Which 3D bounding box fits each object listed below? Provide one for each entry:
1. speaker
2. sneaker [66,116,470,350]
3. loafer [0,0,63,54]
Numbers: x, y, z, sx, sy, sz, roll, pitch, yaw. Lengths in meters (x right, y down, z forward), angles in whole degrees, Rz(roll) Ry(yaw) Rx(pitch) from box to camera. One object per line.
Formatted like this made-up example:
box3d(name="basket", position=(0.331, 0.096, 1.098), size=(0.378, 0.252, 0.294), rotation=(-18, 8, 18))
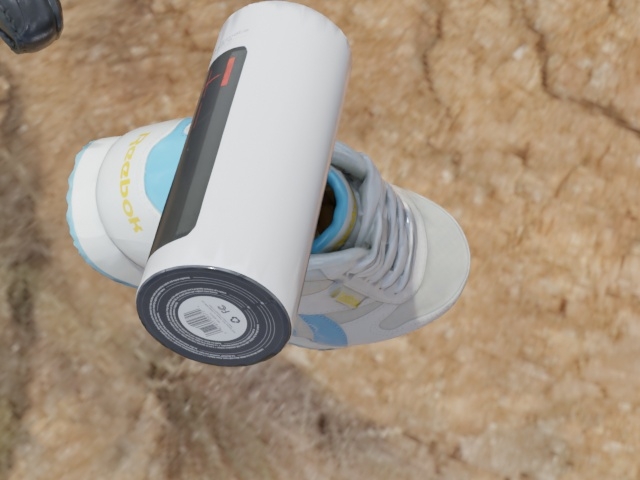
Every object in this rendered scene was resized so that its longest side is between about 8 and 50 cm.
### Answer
box3d(name="speaker", position=(-0.024, -0.024, 0.571), size=(0.055, 0.136, 0.055), rotation=(8, 140, 6))
box3d(name="sneaker", position=(0.000, 0.000, 0.724), size=(0.092, 0.229, 0.087), rotation=(-10, 75, 43))
box3d(name="loafer", position=(-0.215, -0.174, 0.774), size=(0.078, 0.076, 0.223), rotation=(-42, 98, -16))
